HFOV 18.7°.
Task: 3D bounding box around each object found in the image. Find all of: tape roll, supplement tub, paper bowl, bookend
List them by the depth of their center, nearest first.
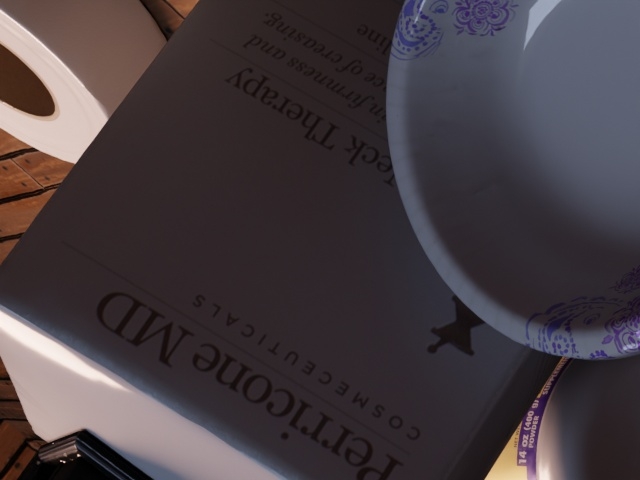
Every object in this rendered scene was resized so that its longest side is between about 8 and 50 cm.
[{"bbox_3d":[0.185,-0.078,1.164,0.284,0.148,0.284,12,107,44],"label":"paper bowl"},{"bbox_3d":[-0.209,0.229,1.434,0.072,0.157,0.156,37,162,-9],"label":"bookend"},{"bbox_3d":[0.218,0.192,1.705,0.241,0.241,0.331,42,159,-18],"label":"supplement tub"},{"bbox_3d":[-0.279,-0.196,1.823,0.286,0.100,0.286,30,160,12],"label":"tape roll"}]

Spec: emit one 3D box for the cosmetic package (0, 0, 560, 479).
[{"bbox_3d":[0.013,0.025,1.428,0.329,0.394,0.327,31,160,11],"label":"cosmetic package"}]
